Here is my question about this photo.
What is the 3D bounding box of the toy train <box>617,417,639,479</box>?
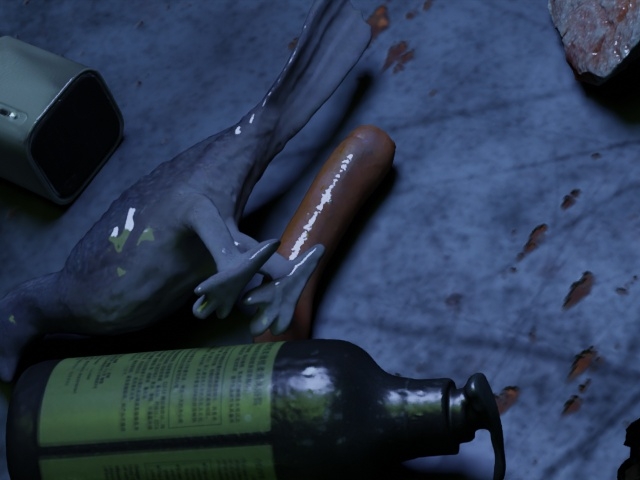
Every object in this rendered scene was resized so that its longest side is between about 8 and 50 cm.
[{"bbox_3d":[0.229,0.214,0.794,0.100,0.160,0.296,-36,52,14],"label":"toy train"}]

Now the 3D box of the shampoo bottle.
[{"bbox_3d":[-0.037,0.110,0.987,0.284,0.101,0.101,-6,54,14],"label":"shampoo bottle"}]

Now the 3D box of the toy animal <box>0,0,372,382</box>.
[{"bbox_3d":[-0.077,-0.008,1.067,0.367,0.081,0.206,-42,35,-4],"label":"toy animal"}]

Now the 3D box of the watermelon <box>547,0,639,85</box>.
[{"bbox_3d":[0.196,-0.167,1.134,0.094,0.081,0.180,-28,34,17],"label":"watermelon"}]

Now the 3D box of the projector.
[{"bbox_3d":[-0.200,-0.085,1.189,0.082,0.083,0.083,23,65,29],"label":"projector"}]

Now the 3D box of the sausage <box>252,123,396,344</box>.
[{"bbox_3d":[0.001,0.000,1.093,0.047,0.040,0.177,32,64,-10],"label":"sausage"}]
